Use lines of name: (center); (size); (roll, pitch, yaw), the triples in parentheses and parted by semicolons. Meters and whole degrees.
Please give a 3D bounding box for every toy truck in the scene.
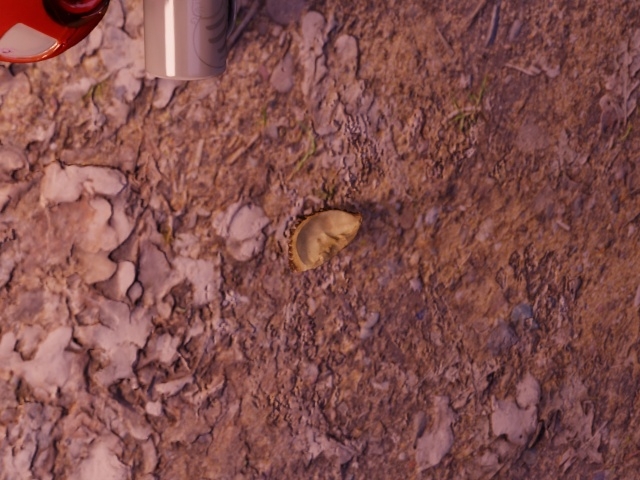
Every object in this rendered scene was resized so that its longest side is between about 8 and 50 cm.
toy truck: (-0.370, -0.259, 1.508); (0.265, 0.189, 0.239); (23, 105, -36)

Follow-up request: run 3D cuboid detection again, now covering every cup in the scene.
cup: (-0.143, -0.266, 1.687); (0.136, 0.099, 0.133); (-9, 112, -27)

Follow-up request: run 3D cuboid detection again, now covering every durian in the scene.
durian: (-0.002, -0.007, 1.893); (0.130, 0.066, 0.052); (-41, 125, -23)
